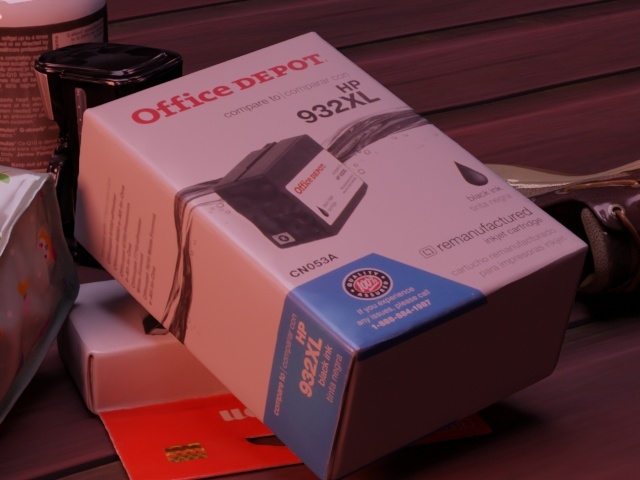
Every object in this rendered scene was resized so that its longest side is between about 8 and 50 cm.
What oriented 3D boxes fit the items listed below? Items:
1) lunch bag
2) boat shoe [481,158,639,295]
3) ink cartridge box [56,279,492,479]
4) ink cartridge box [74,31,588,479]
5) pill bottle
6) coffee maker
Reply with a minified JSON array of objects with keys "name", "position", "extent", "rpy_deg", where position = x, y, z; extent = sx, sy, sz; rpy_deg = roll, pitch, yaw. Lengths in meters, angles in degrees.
[{"name":"lunch bag","position":[-0.323,0.063,1.367],"extent":[0.223,0.160,0.262],"rpy_deg":[11,48,15]},{"name":"boat shoe","position":[0.241,0.002,1.599],"extent":[0.342,0.123,0.123],"rpy_deg":[2,30,14]},{"name":"ink cartridge box","position":[-0.041,0.087,1.449],"extent":[0.275,0.060,0.239],"rpy_deg":[-7,22,-18]},{"name":"ink cartridge box","position":[0.000,0.000,1.393],"extent":[0.223,0.129,0.307],"rpy_deg":[-23,48,-34]},{"name":"pill bottle","position":[-0.272,-0.167,1.776],"extent":[0.162,0.278,0.162],"rpy_deg":[1,23,0]},{"name":"coffee maker","position":[-0.161,-0.076,1.686],"extent":[0.171,0.178,0.120],"rpy_deg":[2,23,5]}]
